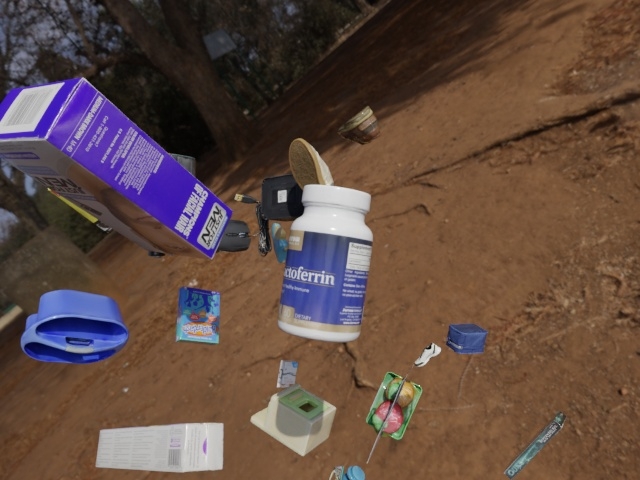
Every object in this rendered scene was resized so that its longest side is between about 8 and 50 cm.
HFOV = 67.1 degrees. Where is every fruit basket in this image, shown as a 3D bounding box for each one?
[{"bbox_3d":[0.263,0.645,1.857,0.327,0.165,0.353,-67,-22,4],"label":"fruit basket"}]

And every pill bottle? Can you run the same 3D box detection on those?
[{"bbox_3d":[0.013,0.039,0.874,0.153,0.153,0.264,-179,97,-71],"label":"pill bottle"}]

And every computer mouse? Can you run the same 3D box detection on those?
[{"bbox_3d":[-0.252,-0.050,1.399,0.262,0.184,0.060,4,-9,-32],"label":"computer mouse"}]

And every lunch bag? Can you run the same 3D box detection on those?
[{"bbox_3d":[0.366,0.253,1.221,0.099,0.065,0.067,2,11,-18],"label":"lunch bag"}]

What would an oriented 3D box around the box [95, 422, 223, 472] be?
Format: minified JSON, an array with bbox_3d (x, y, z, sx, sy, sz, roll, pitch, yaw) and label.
[{"bbox_3d":[-0.266,0.330,0.770,0.324,0.063,0.067,-24,58,42],"label":"box"}]

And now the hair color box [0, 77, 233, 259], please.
[{"bbox_3d":[-0.319,-0.094,0.770,0.185,0.339,0.110,6,67,32],"label":"hair color box"}]

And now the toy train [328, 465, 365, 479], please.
[{"bbox_3d":[0.061,0.826,1.504,0.143,0.105,0.248,-56,-6,21],"label":"toy train"}]

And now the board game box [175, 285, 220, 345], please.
[{"bbox_3d":[-0.476,0.296,1.883,0.047,0.160,0.210,-29,56,44],"label":"board game box"}]

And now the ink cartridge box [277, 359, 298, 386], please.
[{"bbox_3d":[-0.102,0.412,1.480,0.028,0.048,0.083,3,82,53],"label":"ink cartridge box"}]

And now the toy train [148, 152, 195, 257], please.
[{"bbox_3d":[-0.466,-0.112,1.453,0.190,0.333,0.142,0,-3,40],"label":"toy train"}]

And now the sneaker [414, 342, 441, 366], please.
[{"bbox_3d":[0.370,0.401,1.702,0.109,0.044,0.040,-44,15,12],"label":"sneaker"}]

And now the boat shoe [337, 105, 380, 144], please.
[{"bbox_3d":[0.078,-0.216,0.952,0.064,0.060,0.178,-38,9,0],"label":"boat shoe"}]

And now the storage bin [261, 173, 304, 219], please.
[{"bbox_3d":[-0.078,-0.120,1.366,0.180,0.122,0.084,-2,-3,39],"label":"storage bin"}]

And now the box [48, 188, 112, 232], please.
[{"bbox_3d":[-0.635,-0.116,1.328,0.087,0.232,0.058,-36,57,-4],"label":"box"}]

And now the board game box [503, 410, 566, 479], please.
[{"bbox_3d":[0.537,0.508,1.203,0.186,0.026,0.126,-55,-29,13],"label":"board game box"}]

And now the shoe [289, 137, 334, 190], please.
[{"bbox_3d":[-0.011,-0.145,1.175,0.077,0.219,0.058,-22,3,32],"label":"shoe"}]

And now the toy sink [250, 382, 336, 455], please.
[{"bbox_3d":[-0.092,0.576,1.610,0.153,0.234,0.131,-4,-69,-57],"label":"toy sink"}]

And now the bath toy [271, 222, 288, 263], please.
[{"bbox_3d":[0.000,0.000,1.741,0.129,0.348,0.151,-116,37,-45],"label":"bath toy"}]

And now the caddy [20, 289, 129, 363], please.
[{"bbox_3d":[-0.846,0.319,1.675,0.241,0.341,0.179,-50,48,19],"label":"caddy"}]

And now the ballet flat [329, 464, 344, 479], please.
[{"bbox_3d":[0.044,0.683,1.353,0.041,0.041,0.114,-35,16,21],"label":"ballet flat"}]
